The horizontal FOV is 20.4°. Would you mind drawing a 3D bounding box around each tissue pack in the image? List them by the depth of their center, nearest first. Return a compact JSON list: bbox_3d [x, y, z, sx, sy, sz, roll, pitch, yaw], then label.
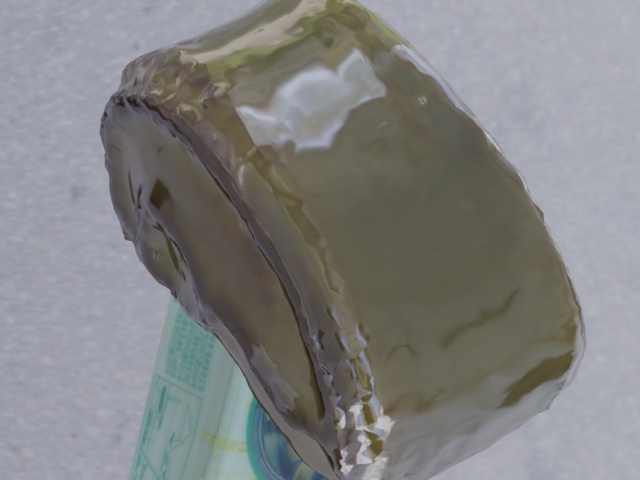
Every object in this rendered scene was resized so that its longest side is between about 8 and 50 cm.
[{"bbox_3d":[-0.034,0.133,1.881,0.287,0.162,0.388,5,102,-47],"label":"tissue pack"}]

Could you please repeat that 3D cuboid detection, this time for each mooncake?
[{"bbox_3d":[0.000,0.000,1.425,0.246,0.394,0.393,-31,109,-17],"label":"mooncake"}]
